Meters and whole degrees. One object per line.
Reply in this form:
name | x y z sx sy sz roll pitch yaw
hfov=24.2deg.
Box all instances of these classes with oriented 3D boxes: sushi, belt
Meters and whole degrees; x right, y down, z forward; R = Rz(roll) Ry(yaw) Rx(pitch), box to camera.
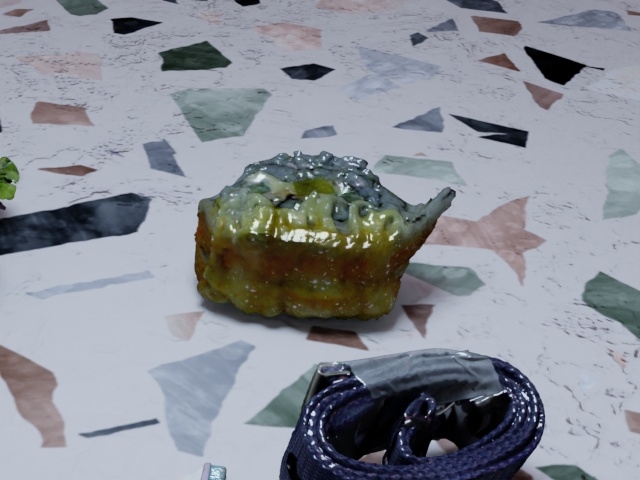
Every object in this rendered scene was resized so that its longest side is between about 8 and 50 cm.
sushi | 0.000 0.000 1.613 0.274 0.139 0.184 9 32 4
belt | 0.077 0.182 1.310 0.230 0.126 0.140 -9 55 -23

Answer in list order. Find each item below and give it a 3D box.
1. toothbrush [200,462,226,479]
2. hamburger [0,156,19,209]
toothbrush | -0.095 0.269 1.238 0.027 0.021 0.269 -3 29 1
hamburger | -0.444 -0.060 1.729 0.189 0.093 0.164 3 31 4
